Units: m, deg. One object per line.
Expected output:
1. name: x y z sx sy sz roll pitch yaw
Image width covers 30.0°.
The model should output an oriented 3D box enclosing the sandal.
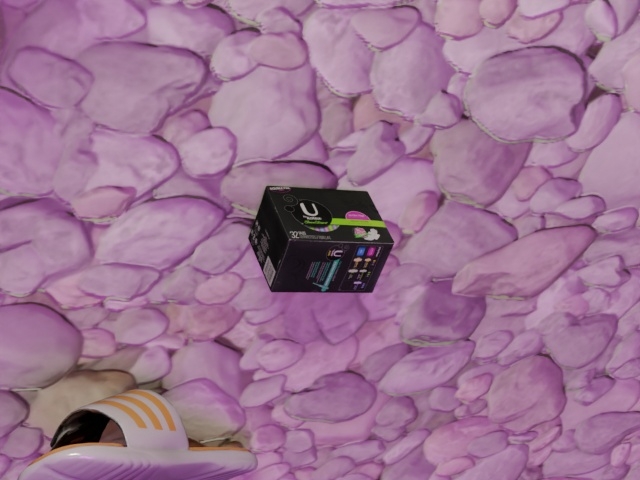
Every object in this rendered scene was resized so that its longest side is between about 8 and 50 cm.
1. sandal: -0.148 0.162 0.961 0.102 0.076 0.265 -25 160 22

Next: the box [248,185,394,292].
1. box: 0.000 0.000 0.864 0.083 0.062 0.052 1 130 -25
